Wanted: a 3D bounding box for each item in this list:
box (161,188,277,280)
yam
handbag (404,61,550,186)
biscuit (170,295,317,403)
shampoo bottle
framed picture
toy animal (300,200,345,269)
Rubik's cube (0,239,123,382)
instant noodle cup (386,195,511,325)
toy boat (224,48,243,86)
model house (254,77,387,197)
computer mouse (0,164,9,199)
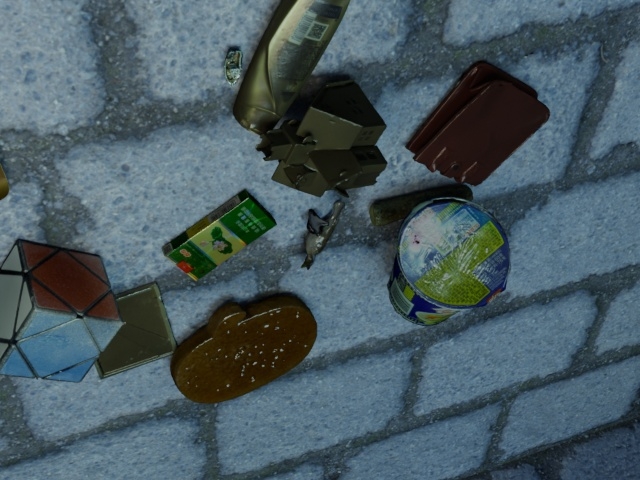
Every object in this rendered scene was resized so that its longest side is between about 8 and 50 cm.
[{"bbox_3d":[-0.226,-0.009,2.163,0.235,0.034,0.132,-34,141,8],"label":"box"},{"bbox_3d":[0.245,-0.090,2.331,0.274,0.061,0.061,-14,139,-19],"label":"yam"},{"bbox_3d":[0.363,-0.257,2.204,0.260,0.084,0.275,17,124,-45],"label":"handbag"},{"bbox_3d":[-0.200,0.266,2.457,0.394,0.070,0.350,-22,139,-8],"label":"biscuit"},{"bbox_3d":[-0.062,-0.355,1.838,0.125,0.084,0.350,4,132,-36],"label":"shampoo bottle"},{"bbox_3d":[-0.459,0.220,2.293,0.208,0.019,0.281,-18,141,-13],"label":"framed picture"},{"bbox_3d":[-0.005,-0.002,2.278,0.105,0.070,0.203,-20,141,-40],"label":"toy animal"},{"bbox_3d":[-0.566,0.153,2.007,0.205,0.207,0.205,14,125,-41],"label":"Rubik's cube"},{"bbox_3d":[0.289,0.079,2.351,0.284,0.284,0.312,-17,163,-14],"label":"instant noodle cup"},{"bbox_3d":[-0.167,-0.330,1.842,0.038,0.038,0.083,-10,137,-21],"label":"toy boat"},{"bbox_3d":[-0.009,-0.181,1.934,0.243,0.204,0.211,-11,145,-40],"label":"model house"},{"bbox_3d":[-0.652,-0.141,1.753,0.125,0.056,0.245,-18,139,-13],"label":"computer mouse"}]
